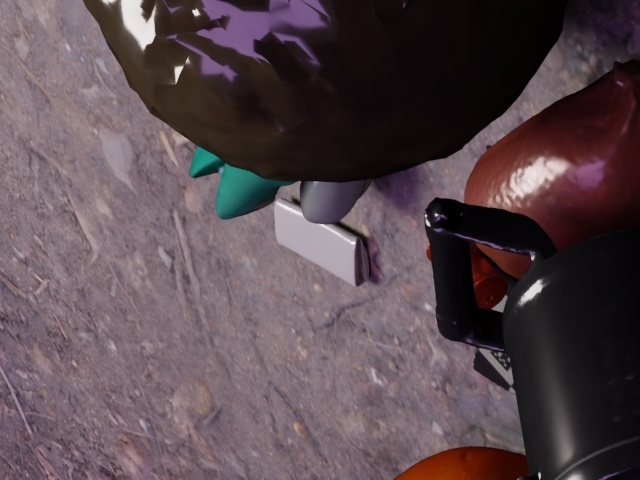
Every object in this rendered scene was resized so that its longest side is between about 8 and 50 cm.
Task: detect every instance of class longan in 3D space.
[{"bbox_3d":[0.007,-0.237,1.523,0.391,0.391,0.391,34,142,32],"label":"longan"}]

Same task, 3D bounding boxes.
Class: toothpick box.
[{"bbox_3d":[0.138,0.028,1.869,0.083,0.047,0.047,54,154,41],"label":"toothpick box"}]

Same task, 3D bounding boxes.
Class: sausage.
[{"bbox_3d":[0.212,-0.048,1.634,0.148,0.148,0.254,57,148,0],"label":"sausage"}]

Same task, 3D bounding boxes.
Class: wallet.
[{"bbox_3d":[0.000,0.000,2.078,0.122,0.025,0.061,29,141,38],"label":"wallet"}]

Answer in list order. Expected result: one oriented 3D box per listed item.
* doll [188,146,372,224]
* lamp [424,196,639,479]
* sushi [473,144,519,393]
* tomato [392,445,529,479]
[{"bbox_3d":[-0.010,-0.112,1.906,0.258,0.153,0.195,-12,89,40],"label":"doll"},{"bbox_3d":[0.241,0.137,1.518,0.374,0.272,0.205,8,144,13],"label":"lamp"},{"bbox_3d":[0.223,0.088,1.825,0.264,0.050,0.290,33,142,35],"label":"sushi"},{"bbox_3d":[0.168,0.310,1.975,0.260,0.180,0.260,33,138,35],"label":"tomato"}]
